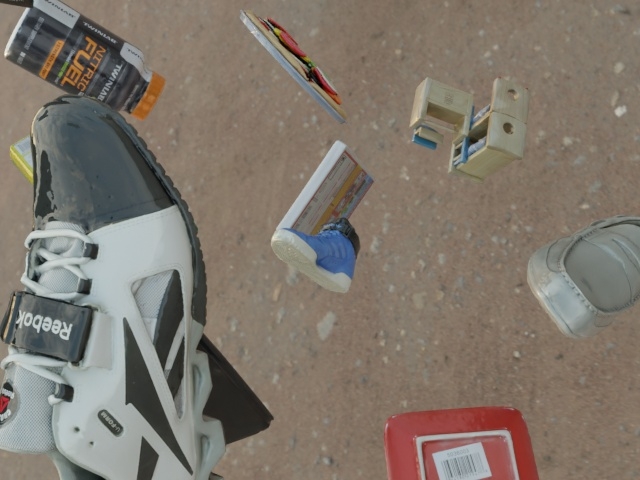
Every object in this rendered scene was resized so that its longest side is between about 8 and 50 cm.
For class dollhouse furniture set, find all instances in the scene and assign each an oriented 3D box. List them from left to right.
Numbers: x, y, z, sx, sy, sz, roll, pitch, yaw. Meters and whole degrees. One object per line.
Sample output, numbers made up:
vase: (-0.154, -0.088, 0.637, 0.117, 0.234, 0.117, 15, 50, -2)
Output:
dollhouse furniture set: (0.224, -0.197, 1.146, 0.129, 0.184, 0.128, 142, 143, -65)

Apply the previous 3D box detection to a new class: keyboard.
keyboard: (-0.194, 0.159, 0.762, 0.202, 0.317, 0.033, -21, 46, 6)

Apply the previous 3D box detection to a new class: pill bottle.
pill bottle: (-0.390, -0.301, 1.193, 0.130, 0.246, 0.130, -45, 29, 33)

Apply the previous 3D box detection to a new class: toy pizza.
toy pizza: (-0.027, -0.234, 0.926, 0.032, 0.201, 0.201, -43, 47, 9)

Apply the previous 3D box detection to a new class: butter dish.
butter dish: (0.146, 0.270, 0.760, 0.118, 0.160, 0.159, 104, 162, -65)

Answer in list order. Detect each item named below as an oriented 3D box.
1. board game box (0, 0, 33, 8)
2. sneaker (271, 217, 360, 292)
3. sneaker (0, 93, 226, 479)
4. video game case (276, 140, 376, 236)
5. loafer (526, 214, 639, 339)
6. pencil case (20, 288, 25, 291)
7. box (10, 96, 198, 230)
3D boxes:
board game box: (-0.305, -0.298, 0.592, 0.026, 0.126, 0.186, 159, 111, -65)
sneaker: (-0.001, 0.000, 0.893, 0.058, 0.152, 0.084, 2, 65, 41)
sneaker: (-0.160, 0.070, 0.481, 0.122, 0.146, 0.330, 1, 108, 38)
video game case: (0.020, -0.076, 1.415, 0.025, 0.285, 0.204, 35, 92, 18)
loafer: (0.321, 0.025, 0.792, 0.111, 0.319, 0.112, -40, 81, 31)
pencil case: (-0.478, 0.078, 1.404, 0.273, 0.113, 0.124, -39, 32, 3)
box: (-0.221, -0.048, 0.731, 0.105, 0.179, 0.043, -40, 3, -27)
